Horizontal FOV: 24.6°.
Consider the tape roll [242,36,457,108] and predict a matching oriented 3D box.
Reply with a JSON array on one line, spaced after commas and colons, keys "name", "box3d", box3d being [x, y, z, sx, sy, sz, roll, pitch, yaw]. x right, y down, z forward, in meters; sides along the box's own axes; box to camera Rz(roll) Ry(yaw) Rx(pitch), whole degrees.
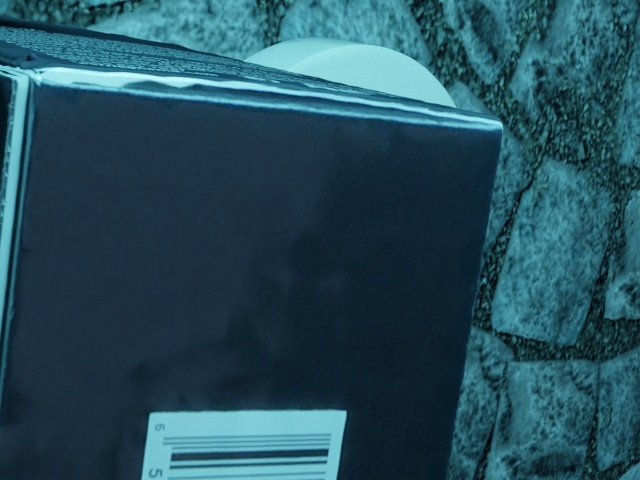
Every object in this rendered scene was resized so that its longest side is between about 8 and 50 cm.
[{"name": "tape roll", "box3d": [0.000, 0.000, 1.412, 0.392, 0.072, 0.392, -16, 113, -41]}]

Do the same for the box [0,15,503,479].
[{"name": "box", "box3d": [-0.158, 0.109, 0.966, 0.297, 0.472, 0.480, 3, 101, -30]}]
